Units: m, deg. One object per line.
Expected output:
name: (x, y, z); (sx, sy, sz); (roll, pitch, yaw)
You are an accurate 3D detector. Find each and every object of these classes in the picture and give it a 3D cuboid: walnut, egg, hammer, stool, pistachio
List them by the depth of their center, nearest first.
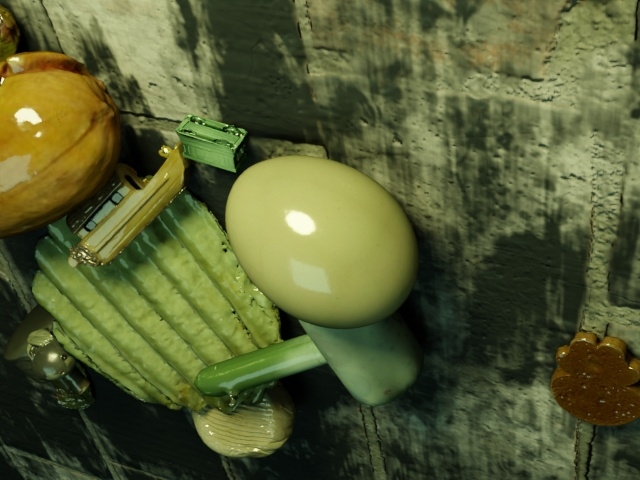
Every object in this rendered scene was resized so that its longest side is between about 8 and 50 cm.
egg: (0.000, 0.000, 1.130); (0.242, 0.186, 0.186); (29, 142, 4)
walnut: (-0.399, -0.102, 1.220); (0.336, 0.209, 0.209); (-30, 115, 24)
pistachio: (-0.426, -0.252, 1.236); (0.173, 0.049, 0.089); (-19, 98, 47)
hammer: (-0.038, 0.162, 1.336); (0.336, 0.119, 0.206); (-21, 119, 24)
stool: (-0.435, 0.186, 1.613); (0.153, 0.228, 0.139); (-36, 113, 18)

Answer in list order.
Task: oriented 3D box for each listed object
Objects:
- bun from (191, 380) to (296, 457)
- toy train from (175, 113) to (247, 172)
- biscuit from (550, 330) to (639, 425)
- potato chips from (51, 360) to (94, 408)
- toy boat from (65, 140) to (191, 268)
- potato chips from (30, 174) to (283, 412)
bun: (-0.115, 0.271, 1.568); (0.173, 0.113, 0.166); (40, 111, 16)
toy train: (-0.133, -0.120, 1.204); (0.093, 0.038, 0.056); (17, 143, 16)
biscuit: (0.354, 0.176, 1.229); (0.124, 0.026, 0.175); (10, 139, 22)
potato chips: (-0.502, 0.264, 1.888); (0.142, 0.026, 0.209); (30, 142, 3)
toy boat: (-0.256, -0.050, 1.270); (0.088, 0.068, 0.226); (44, 109, -8)
potato chips: (-0.247, 0.099, 1.425); (0.358, 0.070, 0.429); (-24, 117, 26)
